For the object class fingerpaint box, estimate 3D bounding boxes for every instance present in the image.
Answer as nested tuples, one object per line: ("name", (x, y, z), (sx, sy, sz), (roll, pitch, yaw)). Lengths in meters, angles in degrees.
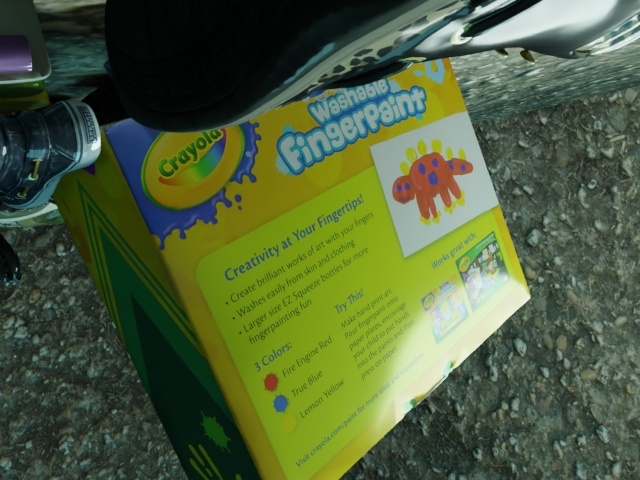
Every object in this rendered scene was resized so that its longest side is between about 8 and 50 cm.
("fingerpaint box", (0.000, 0.000, 0.726), (0.444, 0.371, 0.163), (-32, -165, -39))

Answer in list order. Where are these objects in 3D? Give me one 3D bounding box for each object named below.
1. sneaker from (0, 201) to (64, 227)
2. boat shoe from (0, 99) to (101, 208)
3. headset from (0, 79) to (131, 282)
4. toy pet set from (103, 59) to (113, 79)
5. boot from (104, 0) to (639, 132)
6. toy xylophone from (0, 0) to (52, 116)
("sneaker", (-0.461, -0.087, 1.194), (0.182, 0.158, 0.410), (-27, 164, 39))
("boat shoe", (-0.248, -0.064, 0.526), (0.083, 0.065, 0.183), (-14, 177, -42))
("headset", (-0.281, -0.096, 0.859), (0.243, 0.185, 0.394), (-9, -165, 29))
("toy pet set", (-0.151, -0.185, 0.670), (0.114, 0.065, 0.122), (-48, -162, -14))
("boot", (0.060, -0.164, 0.437), (0.377, 0.138, 0.284), (-15, 179, 44))
("toy xylophone", (-0.327, -0.120, 0.517), (0.236, 0.081, 0.322), (-11, -177, -23))
